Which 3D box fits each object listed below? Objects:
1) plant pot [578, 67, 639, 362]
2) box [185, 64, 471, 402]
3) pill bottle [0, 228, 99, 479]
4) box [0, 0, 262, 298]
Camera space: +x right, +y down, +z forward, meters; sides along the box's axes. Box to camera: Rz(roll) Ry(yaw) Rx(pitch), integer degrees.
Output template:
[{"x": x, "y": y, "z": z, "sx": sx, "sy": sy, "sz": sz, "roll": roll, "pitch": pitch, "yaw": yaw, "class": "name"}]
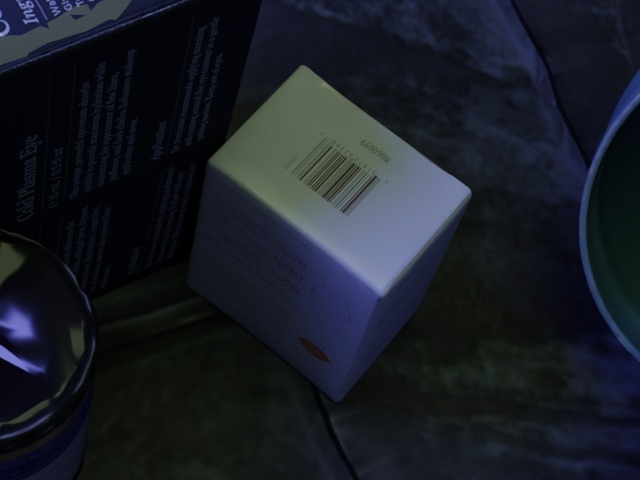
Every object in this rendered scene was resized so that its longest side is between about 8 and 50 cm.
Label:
[{"x": 0.318, "y": -0.053, "z": 1.097, "sx": 0.293, "sy": 0.293, "sz": 0.196, "roll": 20, "pitch": 35, "yaw": 0, "class": "plant pot"}, {"x": 0.000, "y": 0.000, "z": 1.048, "sx": 0.130, "sy": 0.170, "sz": 0.091, "roll": 38, "pitch": 64, "yaw": 9, "class": "box"}, {"x": -0.186, "y": 0.092, "z": 0.939, "sx": 0.123, "sy": 0.219, "sz": 0.122, "roll": 4, "pitch": 63, "yaw": -9, "class": "pill bottle"}, {"x": -0.224, "y": -0.070, "z": 0.945, "sx": 0.313, "sy": 0.343, "sz": 0.179, "roll": -26, "pitch": 72, "yaw": -22, "class": "box"}]
